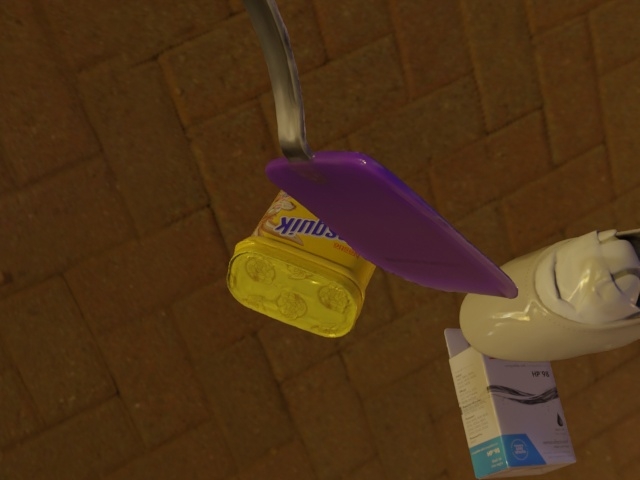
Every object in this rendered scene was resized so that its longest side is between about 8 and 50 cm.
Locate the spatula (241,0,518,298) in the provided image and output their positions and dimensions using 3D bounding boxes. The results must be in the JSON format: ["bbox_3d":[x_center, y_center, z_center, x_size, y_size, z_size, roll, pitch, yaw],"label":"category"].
[{"bbox_3d":[-0.028,-0.083,0.344,0.030,0.084,0.296,-44,113,-24],"label":"spatula"}]

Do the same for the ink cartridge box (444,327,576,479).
[{"bbox_3d":[0.215,0.176,1.104,0.104,0.060,0.180,4,63,-30],"label":"ink cartridge box"}]

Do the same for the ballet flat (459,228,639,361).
[{"bbox_3d":[0.213,0.019,0.619,0.248,0.086,0.086,-11,113,-2],"label":"ballet flat"}]

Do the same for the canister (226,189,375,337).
[{"bbox_3d":[0.000,0.000,0.924,0.126,0.170,0.073,20,131,8],"label":"canister"}]
